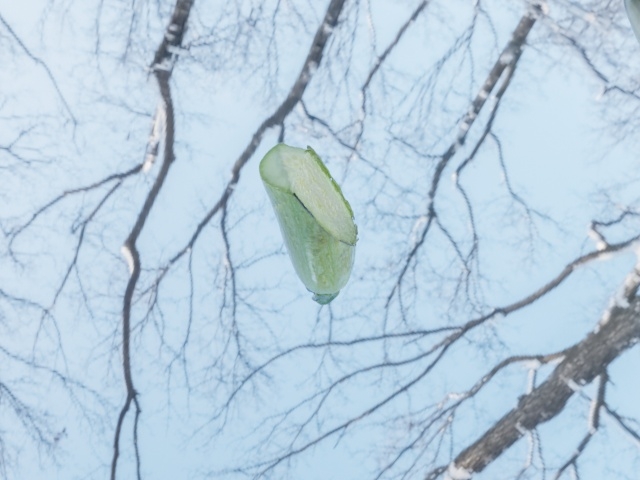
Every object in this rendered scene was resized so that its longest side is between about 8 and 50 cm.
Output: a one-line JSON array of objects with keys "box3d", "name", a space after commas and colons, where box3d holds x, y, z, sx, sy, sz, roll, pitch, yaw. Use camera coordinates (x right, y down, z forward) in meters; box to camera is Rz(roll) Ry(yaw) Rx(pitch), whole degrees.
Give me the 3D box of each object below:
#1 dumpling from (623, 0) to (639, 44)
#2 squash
[{"box3d": [0.271, -0.142, 0.510, 0.169, 0.100, 0.134, 38, -113, 11], "name": "dumpling"}, {"box3d": [0.002, -0.002, 0.811, 0.075, 0.200, 0.090, -21, -137, -3], "name": "squash"}]
